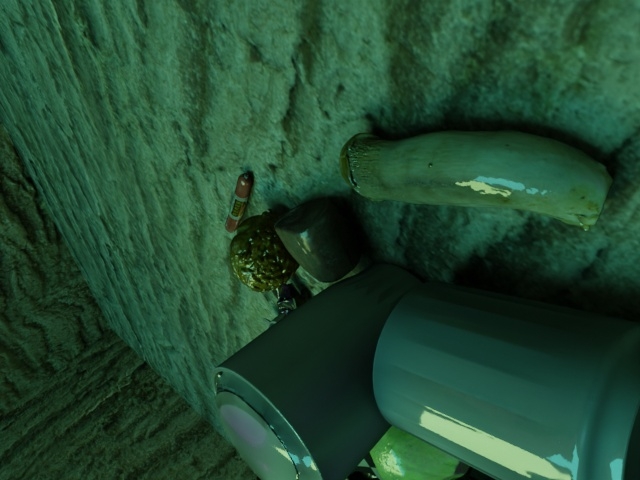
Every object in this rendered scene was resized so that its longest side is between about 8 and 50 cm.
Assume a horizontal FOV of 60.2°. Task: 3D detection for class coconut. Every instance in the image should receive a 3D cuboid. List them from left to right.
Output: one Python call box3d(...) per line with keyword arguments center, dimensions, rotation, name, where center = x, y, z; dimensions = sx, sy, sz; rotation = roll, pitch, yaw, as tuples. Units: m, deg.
box3d(center=(0.197, 0.342, 1.024), dimensions=(0.236, 0.235, 0.205), rotation=(115, 137, -59), name="coconut")

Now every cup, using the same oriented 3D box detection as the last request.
box3d(center=(0.025, 0.212, 0.905), dimensions=(0.253, 0.371, 0.253), rotation=(33, 143, 29), name="cup")
box3d(center=(0.289, 0.213, 0.747), dimensions=(0.326, 0.237, 0.322), rotation=(10, 163, 48), name="cup")

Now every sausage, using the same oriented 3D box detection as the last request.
box3d(center=(-0.178, -0.077, 1.196), dimensions=(0.034, 0.034, 0.253), rotation=(44, 150, 8), name="sausage")

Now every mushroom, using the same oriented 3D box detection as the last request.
box3d(center=(0.168, -0.082, 0.676), dimensions=(0.351, 0.095, 0.123), rotation=(15, 157, 45), name="mushroom")

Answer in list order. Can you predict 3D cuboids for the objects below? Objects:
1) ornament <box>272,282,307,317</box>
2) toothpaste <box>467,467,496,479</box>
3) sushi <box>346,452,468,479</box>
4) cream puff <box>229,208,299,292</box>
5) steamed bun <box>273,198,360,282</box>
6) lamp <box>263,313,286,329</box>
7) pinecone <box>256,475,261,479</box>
box3d(center=(-0.060, 0.138, 1.255), dimensions=(0.203, 0.088, 0.081), rotation=(49, 173, -25), name="ornament")
box3d(center=(0.412, 0.496, 1.065), dimensions=(0.266, 0.050, 0.065), rotation=(0, 127, 53), name="toothpaste")
box3d(center=(0.195, 0.531, 1.290), dimensions=(0.372, 0.100, 0.296), rotation=(-14, 122, 35), name="sushi")
box3d(center=(-0.101, 0.020, 1.086), dimensions=(0.115, 0.150, 0.165), rotation=(-7, 77, 49), name="cream puff")
box3d(center=(0.000, 0.000, 0.986), dimensions=(0.145, 0.106, 0.175), rotation=(54, 164, -21), name="steamed bun")
box3d(center=(-0.051, 0.269, 1.362), dimensions=(0.246, 0.108, 0.180), rotation=(1, 131, 52), name="lamp")
box3d(center=(-0.079, 0.694, 1.607), dimensions=(0.207, 0.207, 0.208), rotation=(33, 147, 25), name="pinecone")
